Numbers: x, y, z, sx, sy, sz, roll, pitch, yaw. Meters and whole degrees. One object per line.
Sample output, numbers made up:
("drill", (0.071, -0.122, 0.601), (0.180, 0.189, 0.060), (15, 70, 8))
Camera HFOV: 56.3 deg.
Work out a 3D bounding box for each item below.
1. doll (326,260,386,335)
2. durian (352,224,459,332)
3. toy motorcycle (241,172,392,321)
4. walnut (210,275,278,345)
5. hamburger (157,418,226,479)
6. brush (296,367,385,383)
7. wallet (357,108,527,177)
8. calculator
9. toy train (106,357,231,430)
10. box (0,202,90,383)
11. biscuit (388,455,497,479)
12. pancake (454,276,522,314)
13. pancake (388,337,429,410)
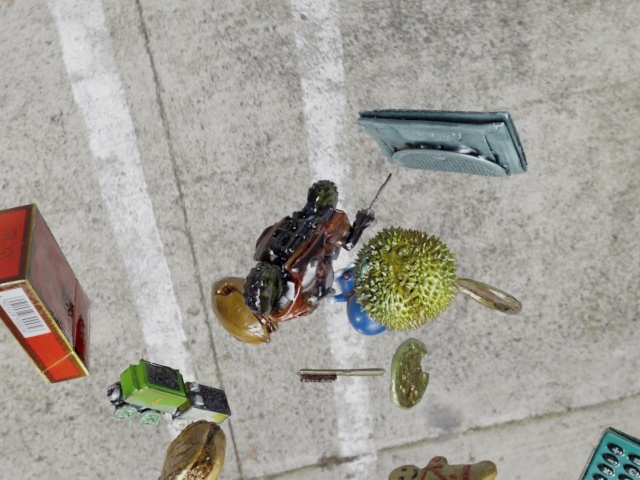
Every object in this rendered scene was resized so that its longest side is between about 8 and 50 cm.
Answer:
("doll", (0.137, 0.188, 1.926), (0.215, 0.256, 0.161), (-31, 147, 8))
("durian", (0.197, 0.089, 1.481), (0.225, 0.291, 0.291), (18, 114, -24))
("toy motorcycle", (0.000, 0.000, 1.090), (0.134, 0.400, 0.207), (15, 147, 27))
("walnut", (-0.193, 0.175, 1.503), (0.137, 0.245, 0.137), (-32, 148, -23))
("hamburger", (-0.121, 0.213, 0.573), (0.044, 0.083, 0.076), (38, 111, -13))
("brush", (0.059, 0.375, 1.654), (0.248, 0.036, 0.043), (3, 157, -15))
("wallet", (0.273, -0.212, 1.349), (0.237, 0.342, 0.075), (38, 65, -55))
("calculator", (0.760, 0.619, 1.443), (0.058, 0.249, 0.273), (-3, 114, -63))
("toy train", (-0.212, 0.232, 0.870), (0.081, 0.060, 0.202), (-41, 138, 15))
("box", (-0.410, 0.084, 0.883), (0.074, 0.153, 0.239), (-15, 138, -11))
("biscuit", (0.257, 0.524, 1.302), (0.235, 0.153, 0.030), (-7, 105, 30))
("pancake", (0.468, 0.154, 1.732), (0.250, 0.250, 0.031), (30, 82, -26))
("pancake", (0.306, 0.460, 2.044), (0.254, 0.037, 0.253), (-4, 95, -50))
